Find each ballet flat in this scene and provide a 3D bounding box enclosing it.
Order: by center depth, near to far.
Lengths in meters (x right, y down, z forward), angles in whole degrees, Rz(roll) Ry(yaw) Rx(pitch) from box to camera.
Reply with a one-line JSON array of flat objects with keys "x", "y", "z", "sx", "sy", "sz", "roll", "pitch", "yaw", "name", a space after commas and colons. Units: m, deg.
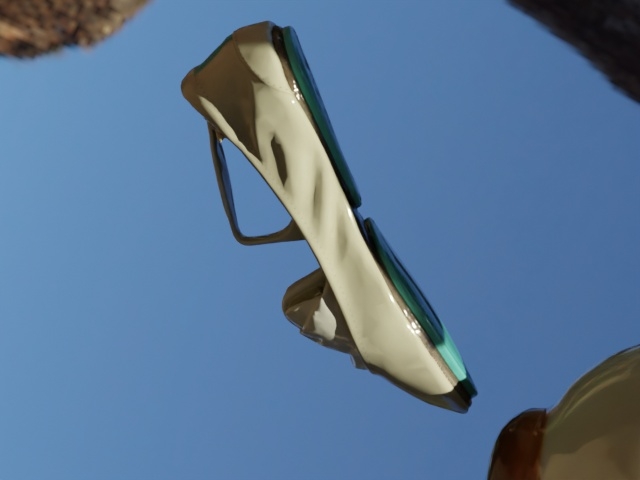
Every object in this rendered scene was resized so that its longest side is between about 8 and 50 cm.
[{"x": 0.000, "y": 0.000, "z": 0.958, "sx": 0.086, "sy": 0.248, "sz": 0.086, "roll": -26, "pitch": -167, "yaw": 7, "name": "ballet flat"}]

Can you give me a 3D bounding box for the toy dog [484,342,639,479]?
[{"x": 0.287, "y": 0.080, "z": 0.981, "sx": 0.284, "sy": 0.395, "sz": 0.408, "roll": 20, "pitch": -124, "yaw": 38, "name": "toy dog"}]
